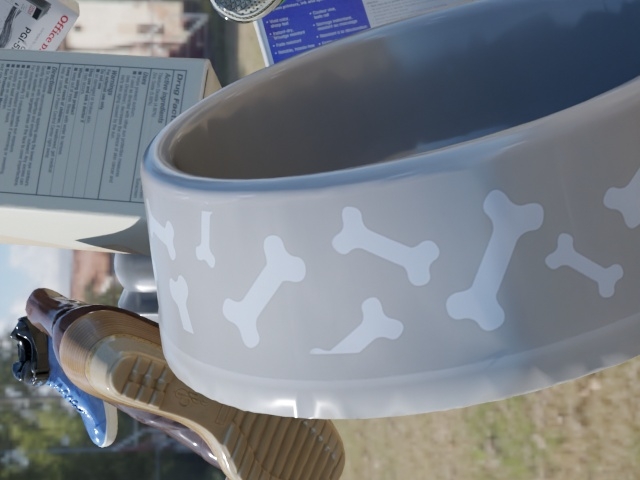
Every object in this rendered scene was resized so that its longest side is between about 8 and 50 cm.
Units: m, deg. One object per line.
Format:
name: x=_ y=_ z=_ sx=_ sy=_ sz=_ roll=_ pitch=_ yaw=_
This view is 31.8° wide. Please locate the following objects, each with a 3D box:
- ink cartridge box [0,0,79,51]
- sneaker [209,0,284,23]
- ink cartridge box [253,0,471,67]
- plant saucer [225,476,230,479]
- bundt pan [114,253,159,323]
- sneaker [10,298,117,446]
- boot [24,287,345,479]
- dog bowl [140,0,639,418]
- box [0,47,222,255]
ink cartridge box: x=-0.353 y=-0.258 z=1.262 sx=0.099 sy=0.135 sz=0.056 roll=-53 pitch=26 yaw=12
sneaker: x=-0.043 y=-0.330 z=0.922 sx=0.146 sy=0.134 sz=0.343 roll=-82 pitch=7 yaw=-52
ink cartridge box: x=0.066 y=-0.292 z=1.565 sx=0.072 sy=0.304 sz=0.307 roll=90 pitch=166 yaw=-67
plant saucer: x=-0.071 y=0.317 z=1.610 sx=0.029 sy=0.168 sz=0.168 roll=38 pitch=144 yaw=24
bundt pan: x=-0.148 y=0.029 z=1.365 sx=0.331 sy=0.124 sz=0.330 roll=-5 pitch=-90 yaw=-73
sneaker: x=-0.259 y=0.140 z=1.113 sx=0.058 sy=0.085 sz=0.152 roll=-9 pitch=96 yaw=55
boot: x=-0.112 y=0.115 z=0.923 sx=0.090 sy=0.248 sz=0.207 roll=-60 pitch=30 yaw=-5
dog bowl: x=0.066 y=-0.044 z=0.590 sx=0.349 sy=0.349 sz=0.102 roll=-113 pitch=6 yaw=-69
box: x=-0.240 y=-0.075 z=0.947 sx=0.121 sy=0.311 sz=0.148 roll=70 pitch=-153 yaw=-73
